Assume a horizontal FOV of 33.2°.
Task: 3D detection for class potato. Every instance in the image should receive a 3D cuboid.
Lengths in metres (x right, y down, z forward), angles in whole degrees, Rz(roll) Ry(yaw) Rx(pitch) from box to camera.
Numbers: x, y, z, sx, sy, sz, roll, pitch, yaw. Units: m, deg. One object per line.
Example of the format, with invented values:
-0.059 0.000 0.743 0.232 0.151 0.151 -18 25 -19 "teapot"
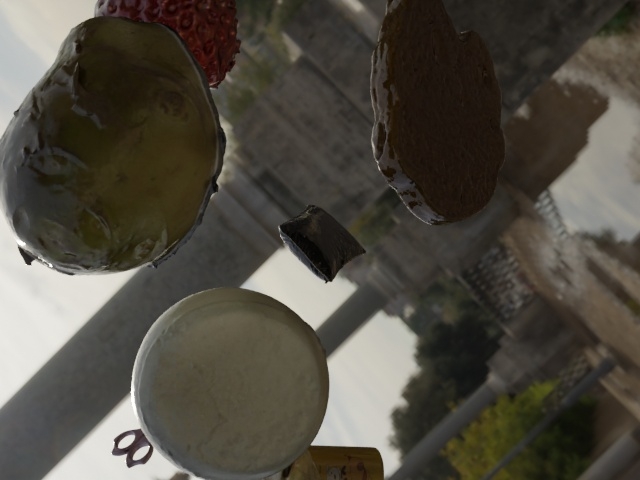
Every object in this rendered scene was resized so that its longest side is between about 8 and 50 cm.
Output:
-0.257 -0.101 1.202 0.246 0.299 0.196 17 -166 31 "potato"

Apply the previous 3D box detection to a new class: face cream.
-0.054 0.448 2.087 0.349 0.105 0.105 6 -163 -19 "face cream"

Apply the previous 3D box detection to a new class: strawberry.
-0.176 -0.312 1.367 0.205 0.244 0.205 20 -158 -9 "strawberry"

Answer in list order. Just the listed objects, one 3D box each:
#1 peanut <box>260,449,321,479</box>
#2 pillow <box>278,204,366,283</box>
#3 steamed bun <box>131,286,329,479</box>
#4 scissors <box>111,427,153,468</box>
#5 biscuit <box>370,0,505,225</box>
-0.069 0.448 1.743 0.130 0.290 0.130 9 -149 -6 "peanut"
0.000 0.000 1.907 0.141 0.055 0.208 43 -158 5 "pillow"
-0.130 0.205 1.550 0.283 0.283 0.177 45 177 -7 "steamed bun"
-0.343 0.389 2.250 0.110 0.212 0.021 24 145 40 "scissors"
0.186 -0.217 1.710 0.359 0.074 0.381 -16 -87 -53 "biscuit"
